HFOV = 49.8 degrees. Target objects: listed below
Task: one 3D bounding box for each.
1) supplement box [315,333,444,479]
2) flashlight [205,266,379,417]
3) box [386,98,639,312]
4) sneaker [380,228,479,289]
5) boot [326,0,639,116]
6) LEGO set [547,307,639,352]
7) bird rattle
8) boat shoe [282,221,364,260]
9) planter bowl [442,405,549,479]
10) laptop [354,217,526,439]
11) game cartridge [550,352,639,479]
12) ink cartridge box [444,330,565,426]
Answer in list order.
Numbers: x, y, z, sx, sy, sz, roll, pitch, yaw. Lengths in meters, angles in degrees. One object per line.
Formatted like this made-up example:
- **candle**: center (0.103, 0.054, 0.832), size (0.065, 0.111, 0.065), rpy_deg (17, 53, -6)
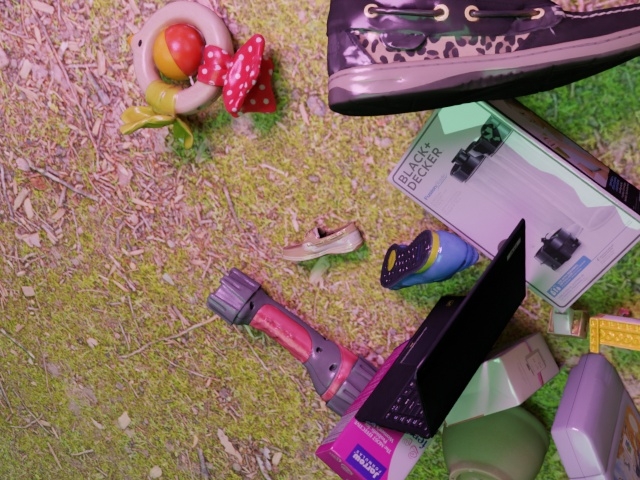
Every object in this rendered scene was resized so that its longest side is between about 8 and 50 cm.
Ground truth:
- **supplement box**: center (0.108, 0.263, 1.023), size (0.111, 0.220, 0.114), rpy_deg (40, 158, 4)
- **flashlight**: center (-0.050, 0.167, 1.137), size (0.304, 0.103, 0.103), rpy_deg (35, 160, 2)
- **box**: center (0.250, -0.064, 0.884), size (0.290, 0.087, 0.169), rpy_deg (39, 125, 5)
- **sneaker**: center (0.147, 0.036, 0.964), size (0.082, 0.069, 0.209), rpy_deg (13, 165, -14)
- **boot**: center (0.173, -0.300, 0.757), size (0.377, 0.138, 0.284), rpy_deg (-10, 88, 3)
- **LEGO set**: center (0.437, 0.080, 0.873), size (0.287, 0.107, 0.132), rpy_deg (-45, 67, 43)
- **bird rattle**: center (-0.191, -0.250, 1.002), size (0.253, 0.143, 0.207), rpy_deg (-25, 84, 31)
- **boat shoe**: center (0.000, 0.000, 1.071), size (0.135, 0.050, 0.045), rpy_deg (-12, 105, 21)
- **planter bowl**: center (0.254, 0.330, 1.041), size (0.162, 0.109, 0.162), rpy_deg (16, 136, 16)
- **laptop**: center (0.141, 0.113, 0.868), size (0.137, 0.234, 0.264), rpy_deg (49, 155, -16)
- **game cartridge**: center (0.411, 0.326, 0.927), size (0.062, 0.198, 0.297), rpy_deg (-25, 101, 34)
- **ink cartridge box**: center (0.251, 0.185, 0.958), size (0.115, 0.198, 0.067), rpy_deg (-30, 78, 35)
